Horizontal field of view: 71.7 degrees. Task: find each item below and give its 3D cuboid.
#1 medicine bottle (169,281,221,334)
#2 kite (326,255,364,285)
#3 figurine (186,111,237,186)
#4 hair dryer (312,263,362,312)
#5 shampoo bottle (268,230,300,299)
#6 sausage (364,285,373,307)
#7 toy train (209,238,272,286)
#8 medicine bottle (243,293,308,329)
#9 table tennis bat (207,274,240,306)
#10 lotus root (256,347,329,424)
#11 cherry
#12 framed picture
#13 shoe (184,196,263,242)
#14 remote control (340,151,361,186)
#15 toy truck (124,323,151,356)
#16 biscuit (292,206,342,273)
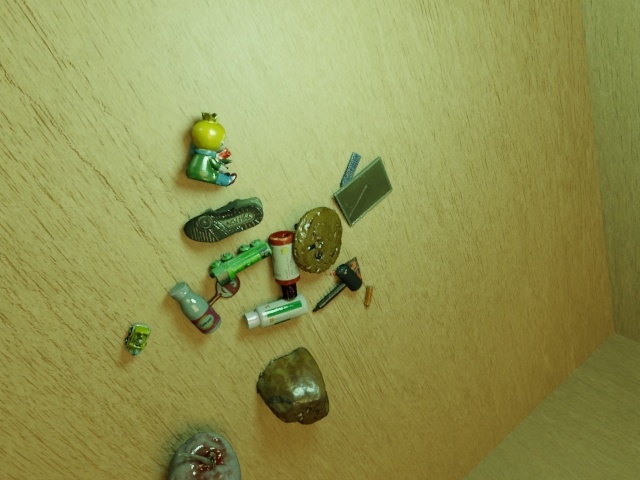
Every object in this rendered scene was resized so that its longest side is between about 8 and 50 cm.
[{"bbox_3d":[-0.464,0.251,1.643,0.090,0.090,0.216,-41,121,-12],"label":"medicine bottle"},{"bbox_3d":[0.137,0.125,1.991,0.223,0.008,0.125,19,94,-33],"label":"kite"},{"bbox_3d":[-0.358,-0.309,1.510,0.185,0.127,0.233,10,91,-36],"label":"figurine"},{"bbox_3d":[0.055,0.221,1.940,0.255,0.070,0.128,-41,123,-3],"label":"hair dryer"},{"bbox_3d":[-0.137,0.105,1.771,0.105,0.104,0.277,-17,113,-24],"label":"shampoo bottle"},{"bbox_3d":[0.225,0.264,2.070,0.031,0.031,0.107,-2,106,-29],"label":"sausage"},{"bbox_3d":[-0.297,0.079,1.667,0.252,0.119,0.084,-30,117,-17],"label":"toy train"},{"bbox_3d":[-0.182,0.294,1.814,0.260,0.095,0.095,-13,112,-26],"label":"medicine bottle"},{"bbox_3d":[-0.378,0.194,1.719,0.154,0.019,0.098,-46,122,-12],"label":"table tennis bat"},{"bbox_3d":[-0.106,0.674,1.916,0.317,0.250,0.315,-13,122,-22],"label":"lotus root"},{"bbox_3d":[-0.473,0.935,1.745,0.292,0.335,0.325,10,58,-36],"label":"cherry"},{"bbox_3d":[0.188,-0.206,1.888,0.265,0.018,0.192,-40,130,-13],"label":"framed picture"},{"bbox_3d":[-0.336,-0.081,1.602,0.293,0.149,0.109,-14,111,9],"label":"shoe"},{"bbox_3d":[0.122,-0.290,1.837,0.044,0.027,0.152,23,92,-29],"label":"remote control"},{"bbox_3d":[-0.652,0.362,1.581,0.076,0.077,0.111,18,96,-32],"label":"toy truck"},{"bbox_3d":[0.001,0.001,1.780,0.296,0.075,0.295,-20,116,-47],"label":"biscuit"}]
